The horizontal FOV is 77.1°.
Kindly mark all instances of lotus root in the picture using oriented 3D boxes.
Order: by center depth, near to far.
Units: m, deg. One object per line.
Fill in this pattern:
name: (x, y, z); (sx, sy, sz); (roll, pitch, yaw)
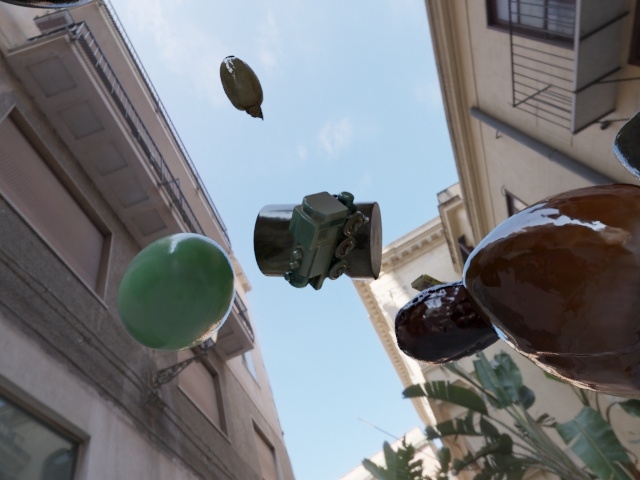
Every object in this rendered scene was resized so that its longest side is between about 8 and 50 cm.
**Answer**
lotus root: (-0.147, -0.290, 0.755); (0.073, 0.150, 0.062); (-10, -23, -48)
lotus root: (0.803, -0.238, 0.943); (0.138, 0.119, 0.234); (4, -41, -6)

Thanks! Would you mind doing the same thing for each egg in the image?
egg: (-0.287, 0.104, 0.817); (0.220, 0.220, 0.269); (15, -55, -31)

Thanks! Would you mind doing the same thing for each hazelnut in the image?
hazelnut: (0.410, 0.071, 0.623); (0.373, 0.315, 0.372); (5, -14, 1)

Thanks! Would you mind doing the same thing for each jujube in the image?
jujube: (0.286, 0.188, 0.900); (0.243, 0.183, 0.183); (-16, -48, 14)

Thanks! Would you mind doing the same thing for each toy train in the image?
toy train: (-0.002, 0.006, 0.683); (0.125, 0.081, 0.194); (-17, -42, -39)

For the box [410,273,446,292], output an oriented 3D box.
box: (0.361, 0.154, 1.245); (0.149, 0.020, 0.073); (26, -37, -6)

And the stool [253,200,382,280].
stool: (0.000, 0.000, 0.928); (0.264, 0.179, 0.179); (0, -48, 16)

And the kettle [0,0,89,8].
kettle: (-0.394, -0.433, 0.507); (0.207, 0.290, 0.268); (-16, -73, 34)
